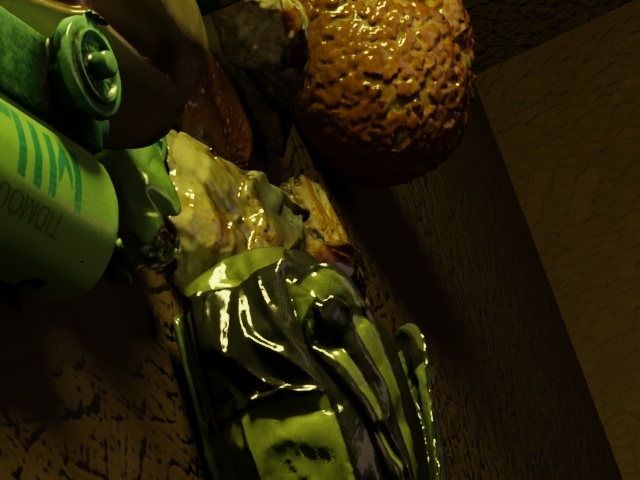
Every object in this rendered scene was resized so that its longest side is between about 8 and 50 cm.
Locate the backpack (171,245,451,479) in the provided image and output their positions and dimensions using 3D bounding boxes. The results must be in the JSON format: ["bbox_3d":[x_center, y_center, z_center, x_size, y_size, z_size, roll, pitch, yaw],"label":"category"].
[{"bbox_3d":[0.009,0.132,1.096,0.207,0.140,0.253,37,31,-63],"label":"backpack"}]

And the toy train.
[{"bbox_3d":[-0.175,-0.056,0.812,0.253,0.105,0.157,39,43,-65],"label":"toy train"}]

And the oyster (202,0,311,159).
[{"bbox_3d":[-0.064,-0.189,1.509,0.275,0.100,0.271,55,-2,-31],"label":"oyster"}]

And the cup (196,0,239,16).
[{"bbox_3d":[-0.111,-0.226,1.255,0.131,0.155,0.176,64,13,-8],"label":"cup"}]

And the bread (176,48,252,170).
[{"bbox_3d":[-0.097,-0.115,1.370,0.126,0.044,0.129,-100,165,-46],"label":"bread"}]

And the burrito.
[{"bbox_3d":[-0.135,-0.087,1.131,0.104,0.054,0.288,52,16,-53],"label":"burrito"}]

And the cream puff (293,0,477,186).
[{"bbox_3d":[0.069,-0.206,1.860,0.303,0.212,0.303,-20,90,-76],"label":"cream puff"}]

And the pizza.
[{"bbox_3d":[-0.001,0.000,1.568,0.160,0.036,0.099,61,13,-22],"label":"pizza"}]

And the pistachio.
[{"bbox_3d":[-0.158,-0.151,0.969,0.238,0.153,0.137,54,57,-37],"label":"pistachio"}]

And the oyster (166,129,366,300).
[{"bbox_3d":[-0.042,0.006,1.242,0.233,0.107,0.161,51,27,-42],"label":"oyster"}]
